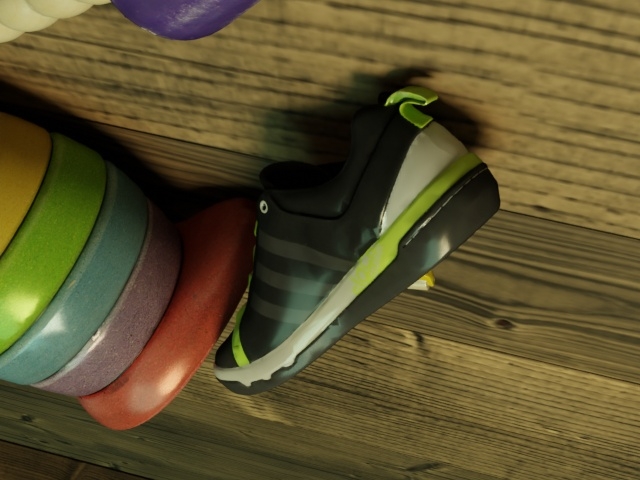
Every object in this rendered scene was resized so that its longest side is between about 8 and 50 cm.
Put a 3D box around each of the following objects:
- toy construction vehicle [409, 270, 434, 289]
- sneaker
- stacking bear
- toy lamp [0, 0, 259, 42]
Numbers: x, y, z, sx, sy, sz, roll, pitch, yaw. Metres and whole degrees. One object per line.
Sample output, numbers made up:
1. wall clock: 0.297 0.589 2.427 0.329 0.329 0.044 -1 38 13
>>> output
1. toy construction vehicle: 0.032 -0.008 0.571 0.086 0.035 0.098 2 147 23
2. sneaker: 0.000 0.000 0.510 0.097 0.084 0.235 50 130 3
3. stacking bear: -0.205 -0.015 0.558 0.289 0.164 0.175 35 150 -29
4. toy lamp: -0.112 -0.104 0.380 0.275 0.080 0.080 -7 148 40
